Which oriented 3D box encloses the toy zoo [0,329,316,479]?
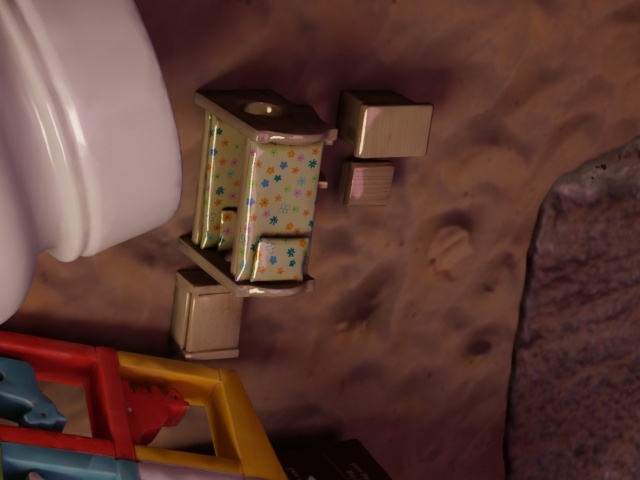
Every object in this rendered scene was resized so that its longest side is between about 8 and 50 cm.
[{"bbox_3d":[-0.129,0.143,1.028,0.293,0.192,0.030,12,129,-28],"label":"toy zoo"}]

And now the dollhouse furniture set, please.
[{"bbox_3d":[0.000,0.000,1.112,0.161,0.101,0.182,-4,112,-29],"label":"dollhouse furniture set"}]

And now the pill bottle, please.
[{"bbox_3d":[-0.285,-0.024,0.856,0.392,0.224,0.224,-24,120,-20],"label":"pill bottle"}]

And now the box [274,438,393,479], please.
[{"bbox_3d":[-0.033,0.260,1.152,0.203,0.168,0.167,-5,121,-29],"label":"box"}]
